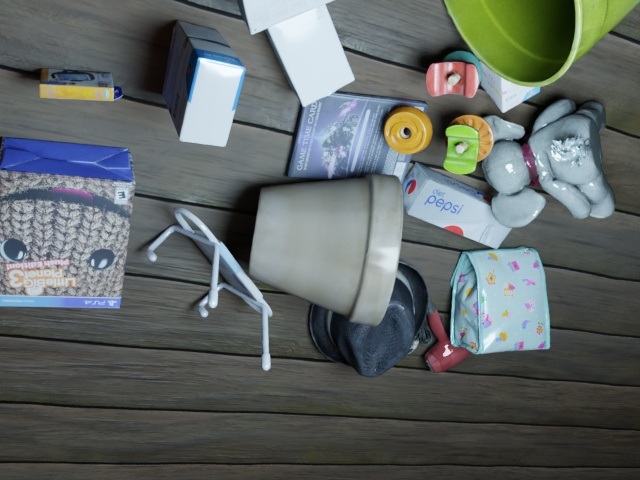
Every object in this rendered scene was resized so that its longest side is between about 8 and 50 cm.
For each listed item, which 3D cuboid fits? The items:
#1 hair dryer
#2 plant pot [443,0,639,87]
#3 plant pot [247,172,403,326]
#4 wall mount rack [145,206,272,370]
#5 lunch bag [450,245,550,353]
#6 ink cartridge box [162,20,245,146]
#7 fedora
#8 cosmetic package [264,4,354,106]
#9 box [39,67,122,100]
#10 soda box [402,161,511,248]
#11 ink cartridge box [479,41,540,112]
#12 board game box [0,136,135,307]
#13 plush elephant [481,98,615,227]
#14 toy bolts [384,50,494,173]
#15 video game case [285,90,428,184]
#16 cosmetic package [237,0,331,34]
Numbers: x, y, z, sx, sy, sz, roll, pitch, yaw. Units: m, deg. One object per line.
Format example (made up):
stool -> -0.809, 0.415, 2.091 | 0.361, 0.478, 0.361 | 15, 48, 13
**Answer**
hair dryer -> 0.326, 0.261, 1.845 | 0.294, 0.080, 0.223 | 5, 121, -23
plant pot -> 0.449, -0.519, 1.212 | 0.353, 0.366, 0.366 | -32, 129, -12
plant pot -> 0.000, 0.000, 1.435 | 0.280, 0.323, 0.323 | 9, 121, -5
wall mount rack -> -0.203, 0.102, 1.405 | 0.130, 0.304, 0.350 | -48, 130, -17
lunch bag -> 0.457, 0.147, 1.762 | 0.223, 0.160, 0.262 | -2, 91, -18
ink cartridge box -> -0.210, -0.277, 1.201 | 0.086, 0.203, 0.148 | 5, 122, -25
fedora -> 0.131, 0.211, 1.671 | 0.334, 0.152, 0.334 | -4, 120, -7
cosmetic package -> -0.035, -0.379, 1.269 | 0.117, 0.085, 0.231 | -27, 130, -2
box -> -0.418, -0.273, 1.205 | 0.136, 0.081, 0.028 | -3, 123, -19
soda box -> 0.318, -0.078, 1.600 | 0.286, 0.091, 0.098 | 19, 115, -30
ink cartridge box -> 0.387, -0.351, 1.405 | 0.092, 0.090, 0.143 | -29, 152, 1
board game box -> -0.489, -0.028, 1.311 | 0.232, 0.141, 0.291 | 3, 122, -21
plush elephant -> 0.478, -0.169, 1.516 | 0.330, 0.255, 0.271 | -3, 86, -56
toy bolts -> 0.257, -0.279, 1.418 | 0.218, 0.158, 0.228 | 13, 118, 19
video game case -> 0.077, -0.215, 1.460 | 0.274, 0.026, 0.196 | 2, 122, -20
cosmetic package -> -0.022, -0.431, 1.125 | 0.239, 0.060, 0.099 | -24, 160, -6
